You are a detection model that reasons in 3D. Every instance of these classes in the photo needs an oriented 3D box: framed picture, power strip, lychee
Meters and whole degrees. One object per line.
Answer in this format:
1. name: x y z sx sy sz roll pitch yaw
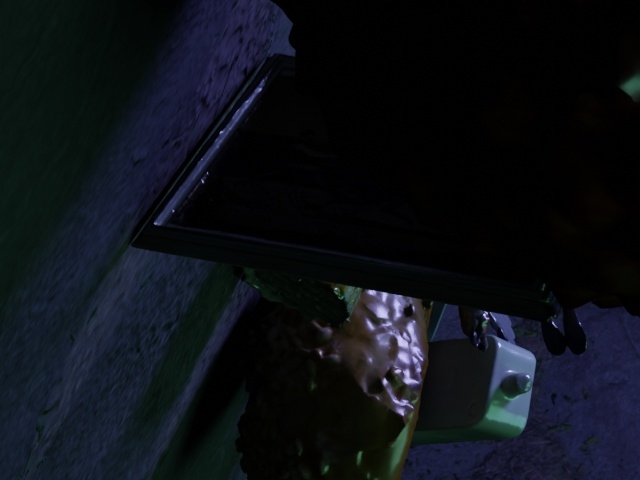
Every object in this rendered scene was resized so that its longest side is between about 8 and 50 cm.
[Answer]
1. framed picture: 0.043 -0.041 1.137 0.197 0.252 0.014 -57 148 -44
2. power strip: 0.077 0.152 1.939 0.385 0.062 0.091 -12 -119 54
3. lychee: 0.169 -0.171 0.914 0.500 0.424 0.425 34 80 -50

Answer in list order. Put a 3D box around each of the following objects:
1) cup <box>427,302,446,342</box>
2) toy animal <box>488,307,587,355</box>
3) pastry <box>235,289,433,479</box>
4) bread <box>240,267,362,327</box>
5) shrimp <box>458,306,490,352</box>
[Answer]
1. cup: 0.078 0.030 2.118 0.095 0.129 0.128 -69 179 -67
2. toy animal: 0.165 -0.026 2.011 0.284 0.225 0.302 -2 89 -47
3. pastry: 0.009 0.117 1.750 0.311 0.162 0.255 -73 174 -63
4. bread: 0.001 -0.002 1.502 0.110 0.103 0.156 -58 179 -10
5. shrimp: 0.107 -0.050 1.796 0.185 0.068 0.287 -45 126 -80
